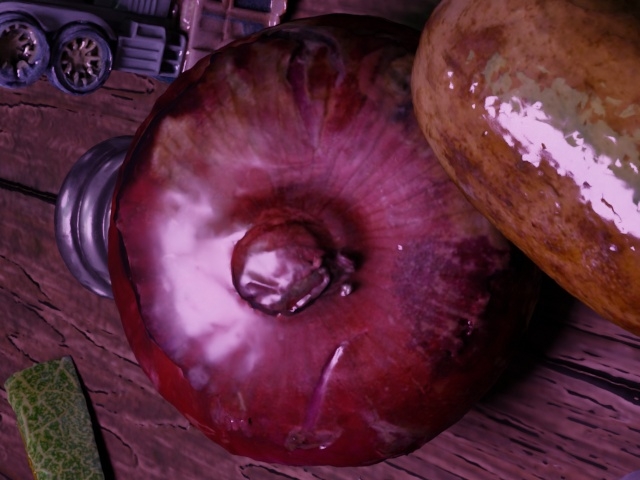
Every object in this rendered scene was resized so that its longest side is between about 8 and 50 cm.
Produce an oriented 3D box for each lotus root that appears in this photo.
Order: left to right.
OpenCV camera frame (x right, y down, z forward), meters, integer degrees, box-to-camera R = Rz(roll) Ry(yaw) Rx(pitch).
[{"bbox_3d":[0.151,-0.031,0.842,0.260,0.128,0.145,43,136,22],"label":"lotus root"}]

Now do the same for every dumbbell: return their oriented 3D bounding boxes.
[{"bbox_3d":[-0.069,-0.006,1.188,0.254,0.110,0.110,9,100,47],"label":"dumbbell"}]

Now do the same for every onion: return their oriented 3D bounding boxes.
[{"bbox_3d":[0.000,0.000,0.993,0.246,0.190,0.246,2,96,17],"label":"onion"}]

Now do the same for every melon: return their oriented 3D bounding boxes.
[{"bbox_3d":[-0.187,0.222,1.415,0.114,0.053,0.261,-49,55,54],"label":"melon"}]

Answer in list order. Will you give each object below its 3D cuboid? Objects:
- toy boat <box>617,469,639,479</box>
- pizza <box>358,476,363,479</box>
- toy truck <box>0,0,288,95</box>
[{"bbox_3d":[0.124,0.236,0.815,0.293,0.111,0.276,-64,-8,-61],"label":"toy boat"},{"bbox_3d":[0.021,0.200,1.143,0.100,0.029,0.099,-38,71,52],"label":"pizza"},{"bbox_3d":[-0.137,-0.162,1.132,0.108,0.257,0.140,25,107,51],"label":"toy truck"}]
